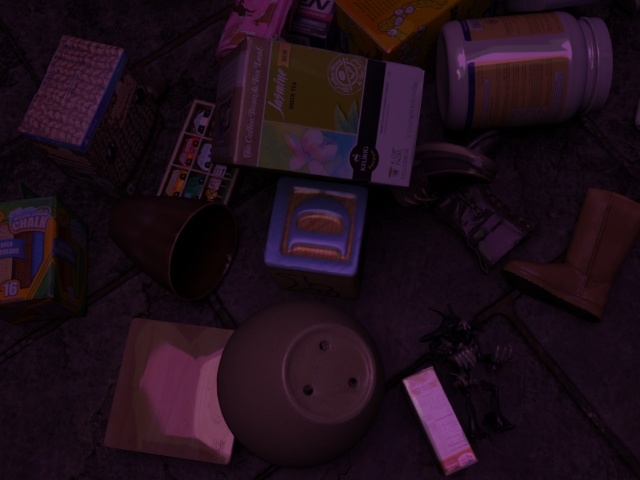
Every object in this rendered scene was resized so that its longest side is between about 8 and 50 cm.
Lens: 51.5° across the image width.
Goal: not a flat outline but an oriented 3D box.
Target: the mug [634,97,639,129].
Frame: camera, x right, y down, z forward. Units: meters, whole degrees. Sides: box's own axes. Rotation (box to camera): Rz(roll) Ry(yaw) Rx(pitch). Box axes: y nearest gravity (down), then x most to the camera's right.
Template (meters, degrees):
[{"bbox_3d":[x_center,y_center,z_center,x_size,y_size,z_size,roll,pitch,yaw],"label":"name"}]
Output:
[{"bbox_3d":[0.744,-0.278,1.488,0.078,0.062,0.064,20,82,18],"label":"mug"}]

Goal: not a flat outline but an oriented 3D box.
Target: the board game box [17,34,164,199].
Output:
[{"bbox_3d":[-0.486,-0.257,1.457,0.141,0.291,0.232,15,74,9],"label":"board game box"}]

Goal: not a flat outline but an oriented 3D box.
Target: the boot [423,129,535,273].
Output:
[{"bbox_3d":[0.370,-0.085,1.442,0.229,0.091,0.263,41,89,15],"label":"boot"}]

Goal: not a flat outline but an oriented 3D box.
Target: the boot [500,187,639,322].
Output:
[{"bbox_3d":[0.532,0.009,1.397,0.236,0.089,0.270,27,75,2],"label":"boot"}]

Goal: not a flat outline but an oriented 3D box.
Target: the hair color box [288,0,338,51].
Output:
[{"bbox_3d":[-0.010,-0.632,1.645,0.173,0.105,0.347,16,73,10],"label":"hair color box"}]

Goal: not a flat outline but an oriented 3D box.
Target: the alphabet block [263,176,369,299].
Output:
[{"bbox_3d":[0.000,0.000,1.380,0.192,0.197,0.194,9,72,7],"label":"alphabet block"}]

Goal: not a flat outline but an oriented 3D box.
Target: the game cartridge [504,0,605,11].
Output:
[{"bbox_3d":[0.528,-0.557,1.503,0.196,0.294,0.060,-4,110,1],"label":"game cartridge"}]

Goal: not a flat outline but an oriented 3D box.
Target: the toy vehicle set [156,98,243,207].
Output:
[{"bbox_3d":[-0.259,-0.191,1.550,0.166,0.035,0.267,14,73,9],"label":"toy vehicle set"}]

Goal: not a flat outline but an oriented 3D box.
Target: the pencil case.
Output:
[{"bbox_3d":[-0.107,-0.544,1.485,0.167,0.160,0.386,12,72,13],"label":"pencil case"}]

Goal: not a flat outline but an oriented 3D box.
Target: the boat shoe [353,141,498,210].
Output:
[{"bbox_3d":[0.208,-0.125,1.390,0.355,0.132,0.130,7,82,49],"label":"boat shoe"}]

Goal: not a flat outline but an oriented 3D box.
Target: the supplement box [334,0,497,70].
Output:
[{"bbox_3d":[0.229,-0.542,1.547,0.356,0.194,0.195,-38,72,-8],"label":"supplement box"}]

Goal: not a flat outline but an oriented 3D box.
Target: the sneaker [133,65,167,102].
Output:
[{"bbox_3d":[-0.465,-0.398,1.634,0.188,0.066,0.071,27,59,8],"label":"sneaker"}]

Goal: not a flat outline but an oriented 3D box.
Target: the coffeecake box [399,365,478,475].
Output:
[{"bbox_3d":[0.222,0.348,1.271,0.068,0.142,0.186,-23,71,-3],"label":"coffeecake box"}]

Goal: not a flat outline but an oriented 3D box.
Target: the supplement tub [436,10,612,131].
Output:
[{"bbox_3d":[0.431,-0.368,1.447,0.331,0.241,0.241,-4,71,3],"label":"supplement tub"}]

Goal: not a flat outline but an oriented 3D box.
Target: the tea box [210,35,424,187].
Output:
[{"bbox_3d":[-0.026,-0.230,1.264,0.323,0.329,0.220,5,96,-17],"label":"tea box"}]

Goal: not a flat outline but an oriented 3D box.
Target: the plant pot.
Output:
[{"bbox_3d":[-0.334,-0.010,1.424,0.230,0.215,0.215,20,73,26],"label":"plant pot"}]

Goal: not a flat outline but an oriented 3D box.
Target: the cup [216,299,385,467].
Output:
[{"bbox_3d":[-0.013,0.255,1.224,0.331,0.237,0.331,4,74,-14],"label":"cup"}]

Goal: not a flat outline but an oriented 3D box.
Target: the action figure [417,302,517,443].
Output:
[{"bbox_3d":[0.299,0.242,1.297,0.164,0.141,0.276,-7,70,-29],"label":"action figure"}]

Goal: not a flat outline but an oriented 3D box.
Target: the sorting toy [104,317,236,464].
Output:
[{"bbox_3d":[-0.277,0.306,1.354,0.255,0.089,0.257,6,72,7],"label":"sorting toy"}]

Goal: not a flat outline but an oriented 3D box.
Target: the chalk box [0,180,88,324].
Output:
[{"bbox_3d":[-0.619,0.016,1.434,0.179,0.180,0.289,-6,72,3],"label":"chalk box"}]

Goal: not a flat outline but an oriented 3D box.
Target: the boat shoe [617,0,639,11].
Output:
[{"bbox_3d":[0.727,-0.704,1.599,0.113,0.127,0.340,-21,61,10],"label":"boat shoe"}]
